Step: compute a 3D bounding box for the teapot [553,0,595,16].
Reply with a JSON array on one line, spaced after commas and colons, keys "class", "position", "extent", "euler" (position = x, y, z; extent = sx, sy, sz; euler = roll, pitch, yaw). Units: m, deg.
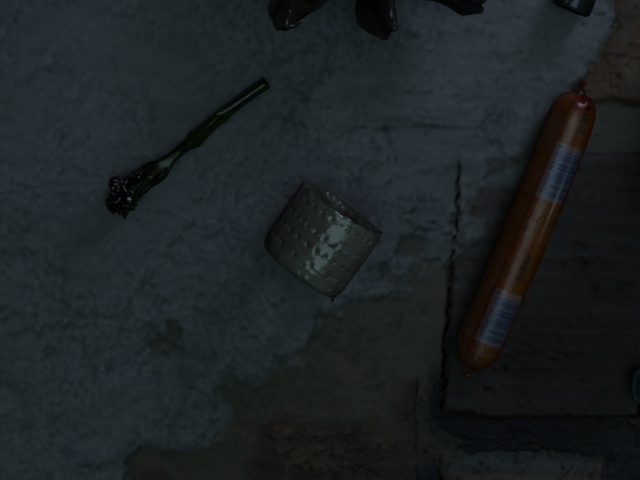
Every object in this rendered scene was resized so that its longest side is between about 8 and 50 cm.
[{"class": "teapot", "position": [0.284, -0.293, 1.545], "extent": [0.043, 0.043, 0.110], "euler": [22, 98, -8]}]

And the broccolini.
[{"class": "broccolini", "position": [-0.140, -0.099, 1.571], "extent": [0.218, 0.044, 0.042], "euler": [-36, 87, 0]}]

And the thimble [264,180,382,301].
[{"class": "thimble", "position": [0.000, 0.000, 1.555], "extent": [0.102, 0.115, 0.090], "euler": [34, 98, -7]}]

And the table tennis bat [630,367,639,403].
[{"class": "table tennis bat", "position": [0.467, 0.155, 1.657], "extent": [0.244, 0.040, 0.153], "euler": [-4, 102, -6]}]

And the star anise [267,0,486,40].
[{"class": "star anise", "position": [0.053, -0.353, 1.486], "extent": [0.316, 0.139, 0.359], "euler": [41, 82, -18]}]

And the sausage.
[{"class": "sausage", "position": [0.223, -0.009, 1.597], "extent": [0.053, 0.053, 0.348], "euler": [19, 101, -7]}]
